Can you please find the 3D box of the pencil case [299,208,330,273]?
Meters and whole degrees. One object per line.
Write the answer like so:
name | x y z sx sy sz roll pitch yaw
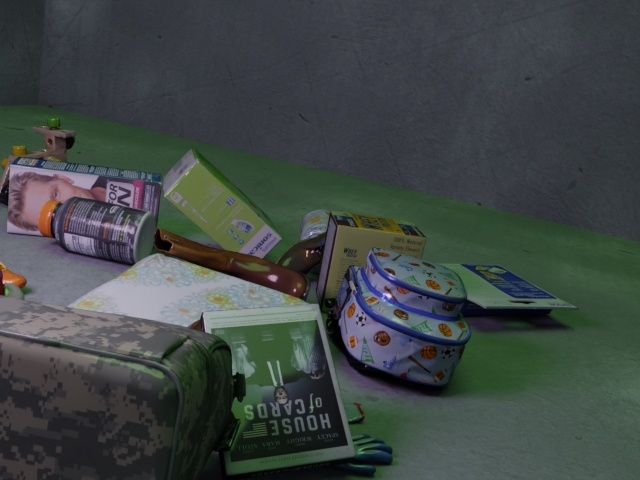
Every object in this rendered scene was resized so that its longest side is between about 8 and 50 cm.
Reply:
pencil case | 0.000 0.000 1.853 0.114 0.124 0.273 -15 13 4

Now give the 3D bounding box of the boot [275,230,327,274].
boot | -0.015 0.026 1.637 0.219 0.082 0.106 -33 2 -24

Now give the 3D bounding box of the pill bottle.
pill bottle | -0.515 -0.028 1.581 0.246 0.130 0.130 12 15 6

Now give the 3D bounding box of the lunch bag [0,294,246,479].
lunch bag | -0.254 0.175 0.778 0.305 0.212 0.256 10 9 5

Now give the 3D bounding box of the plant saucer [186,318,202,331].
plant saucer | -0.136 0.156 1.044 0.169 0.029 0.168 9 21 -4

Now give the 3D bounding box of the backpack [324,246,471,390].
backpack | 0.160 0.147 1.279 0.277 0.213 0.263 11 25 -7

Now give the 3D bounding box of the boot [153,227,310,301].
boot | -0.182 0.048 1.412 0.280 0.096 0.264 26 4 -34

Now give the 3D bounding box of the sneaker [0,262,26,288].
sneaker | -0.644 0.055 1.317 0.175 0.067 0.064 15 14 12

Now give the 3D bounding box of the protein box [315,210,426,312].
protein box | 0.108 0.056 1.547 0.200 0.201 0.136 8 16 -9

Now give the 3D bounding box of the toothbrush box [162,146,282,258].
toothbrush box | -0.248 -0.082 1.715 0.283 0.122 0.206 45 3 -21

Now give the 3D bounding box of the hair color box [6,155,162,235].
hair color box | -0.577 -0.094 1.697 0.347 0.173 0.105 6 17 -14

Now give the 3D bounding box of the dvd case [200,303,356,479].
dvd case | -0.063 0.201 0.956 0.179 0.029 0.238 -2 54 -19

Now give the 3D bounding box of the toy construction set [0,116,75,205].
toy construction set | -0.755 -0.210 1.879 0.257 0.237 0.309 -2 20 -39

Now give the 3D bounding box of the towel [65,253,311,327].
towel | -0.223 0.148 1.185 0.375 0.090 0.320 17 21 14

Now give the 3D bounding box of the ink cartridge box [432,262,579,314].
ink cartridge box | 0.426 0.137 1.732 0.304 0.072 0.307 3 19 -27

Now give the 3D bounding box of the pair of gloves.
pair of gloves | 0.014 0.281 1.012 0.159 0.023 0.198 4 16 -22

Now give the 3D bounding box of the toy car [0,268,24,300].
toy car | -0.561 0.090 1.107 0.159 0.136 0.182 3 17 -25
